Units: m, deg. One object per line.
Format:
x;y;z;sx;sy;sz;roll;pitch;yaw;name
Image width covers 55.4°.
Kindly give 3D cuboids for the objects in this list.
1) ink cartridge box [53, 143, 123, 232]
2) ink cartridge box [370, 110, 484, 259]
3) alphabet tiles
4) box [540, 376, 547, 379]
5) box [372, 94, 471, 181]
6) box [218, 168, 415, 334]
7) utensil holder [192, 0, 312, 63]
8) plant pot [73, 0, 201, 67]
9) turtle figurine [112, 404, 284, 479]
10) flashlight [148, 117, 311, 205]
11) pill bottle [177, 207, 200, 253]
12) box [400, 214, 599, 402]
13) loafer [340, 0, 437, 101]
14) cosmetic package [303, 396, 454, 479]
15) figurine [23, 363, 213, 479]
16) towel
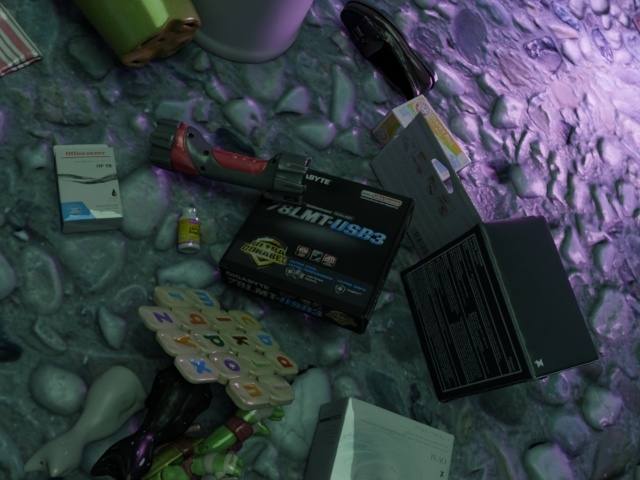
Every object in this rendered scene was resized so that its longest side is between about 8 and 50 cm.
-0.429;-0.110;1.120;0.104;0.060;0.180;-6;72;-25;ink cartridge box
0.238;-0.112;1.314;0.060;0.239;0.275;-22;79;-29;ink cartridge box
-0.166;0.175;1.028;0.284;0.021;0.278;42;16;30;alphabet tiles
0.450;0.233;1.388;0.115;0.029;0.162;6;68;-22;box
0.237;-0.222;1.439;0.114;0.103;0.203;-33;85;-31;box
0.000;0.000;1.182;0.295;0.073;0.293;19;57;14;box
-0.130;-0.625;1.280;0.327;0.385;0.328;9;65;-21;utensil holder
-0.377;-0.499;1.212;0.276;0.276;0.254;-34;97;-31;plant pot
-0.153;0.381;0.962;0.274;0.198;0.266;19;40;34;turtle figurine
-0.172;-0.158;1.181;0.303;0.103;0.103;11;54;3;flashlight
-0.252;-0.020;1.171;0.043;0.043;0.083;4;68;-23;pill bottle
0.343;0.143;1.224;0.182;0.294;0.297;-7;73;-26;box
0.160;-0.467;1.509;0.302;0.109;0.095;42;63;-6;loafer
0.096;0.428;1.087;0.223;0.138;0.225;23;63;-14;cosmetic package
-0.302;0.277;0.906;0.209;0.214;0.093;-52;130;-58;figurine
-0.650;-0.366;1.148;0.197;0.029;0.144;-39;89;-31;towel
